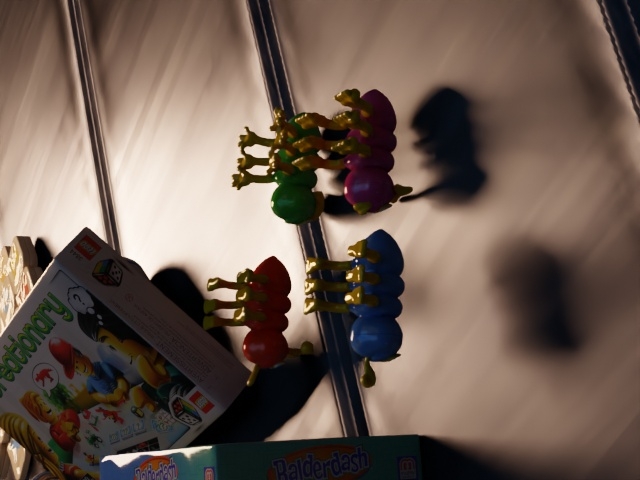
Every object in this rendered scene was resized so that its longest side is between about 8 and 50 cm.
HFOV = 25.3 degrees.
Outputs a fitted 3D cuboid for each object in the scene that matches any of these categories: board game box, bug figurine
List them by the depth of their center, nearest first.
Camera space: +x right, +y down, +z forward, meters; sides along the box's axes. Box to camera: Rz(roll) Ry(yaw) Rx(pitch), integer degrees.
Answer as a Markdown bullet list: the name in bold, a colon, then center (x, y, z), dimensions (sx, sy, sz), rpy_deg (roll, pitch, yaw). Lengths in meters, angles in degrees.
- **board game box**: center (-0.049, 0.171, 1.036), dimensions (0.210, 0.160, 0.047), rpy_deg (-17, 73, 58)
- **bug figurine**: center (0.000, 0.000, 1.047), dimensions (0.279, 0.072, 0.216), rpy_deg (168, 108, -64)
- **board game box**: center (-0.205, 0.131, 1.307), dimensions (0.193, 0.053, 0.305), rpy_deg (42, 140, -2)

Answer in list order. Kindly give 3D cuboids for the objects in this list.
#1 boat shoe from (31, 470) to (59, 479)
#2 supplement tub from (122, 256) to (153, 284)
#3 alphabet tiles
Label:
- **boat shoe**: center (-0.267, 0.335, 1.516), dimensions (0.066, 0.066, 0.183), rpy_deg (-20, 81, 53)
- **supplement tub**: center (-0.185, 0.069, 1.368), dimensions (0.107, 0.071, 0.071), rpy_deg (49, 130, 50)
- **alphabet tiles**: center (-0.378, 0.144, 1.731), dimensions (0.278, 0.021, 0.284), rpy_deg (-122, 43, -51)
